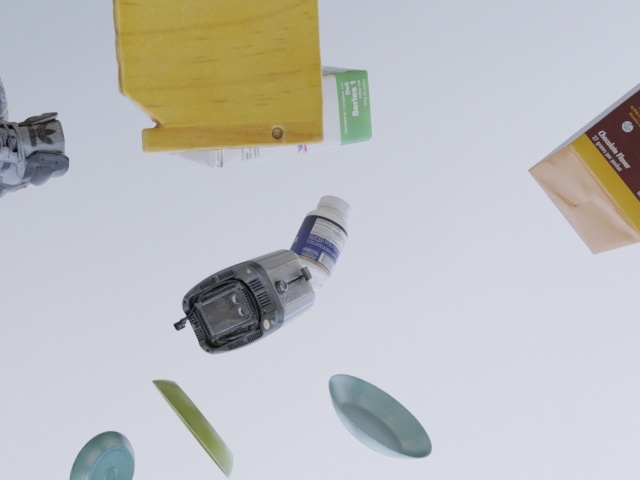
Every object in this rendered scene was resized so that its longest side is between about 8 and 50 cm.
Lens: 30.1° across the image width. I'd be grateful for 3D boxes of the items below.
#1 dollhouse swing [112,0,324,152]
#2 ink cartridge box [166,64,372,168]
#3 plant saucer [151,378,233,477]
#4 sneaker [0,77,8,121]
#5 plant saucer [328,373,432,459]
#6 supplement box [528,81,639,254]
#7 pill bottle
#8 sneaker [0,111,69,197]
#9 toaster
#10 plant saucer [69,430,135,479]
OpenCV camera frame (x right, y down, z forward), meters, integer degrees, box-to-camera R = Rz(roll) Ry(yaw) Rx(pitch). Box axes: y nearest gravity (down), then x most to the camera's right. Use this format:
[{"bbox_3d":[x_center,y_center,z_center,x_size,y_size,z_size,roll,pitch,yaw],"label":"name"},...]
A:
[{"bbox_3d":[-0.136,-0.289,1.513,0.315,0.346,0.305,-5,-175,-21],"label":"dollhouse swing"},{"bbox_3d":[-0.090,-0.202,1.867,0.278,0.117,0.201,-14,-162,-31],"label":"ink cartridge box"},{"bbox_3d":[-0.239,0.354,2.296,0.037,0.241,0.241,-39,-151,-12],"label":"plant saucer"},{"bbox_3d":[-0.560,-0.263,1.773,0.129,0.297,0.111,-26,-170,-5],"label":"sneaker"},{"bbox_3d":[0.085,0.284,1.850,0.037,0.195,0.195,-56,-160,16],"label":"plant saucer"},{"bbox_3d":[0.364,-0.099,1.315,0.194,0.129,0.191,-38,178,-6],"label":"supplement box"},{"bbox_3d":[0.000,0.000,2.284,0.094,0.094,0.169,1,-125,39],"label":"pill bottle"},{"bbox_3d":[-0.417,-0.135,1.553,0.153,0.101,0.268,-15,164,-2],"label":"sneaker"},{"bbox_3d":[-0.117,0.101,1.952,0.227,0.129,0.146,-27,177,35],"label":"toaster"},{"bbox_3d":[-0.300,0.328,1.672,0.021,0.119,0.119,12,-139,38],"label":"plant saucer"}]
